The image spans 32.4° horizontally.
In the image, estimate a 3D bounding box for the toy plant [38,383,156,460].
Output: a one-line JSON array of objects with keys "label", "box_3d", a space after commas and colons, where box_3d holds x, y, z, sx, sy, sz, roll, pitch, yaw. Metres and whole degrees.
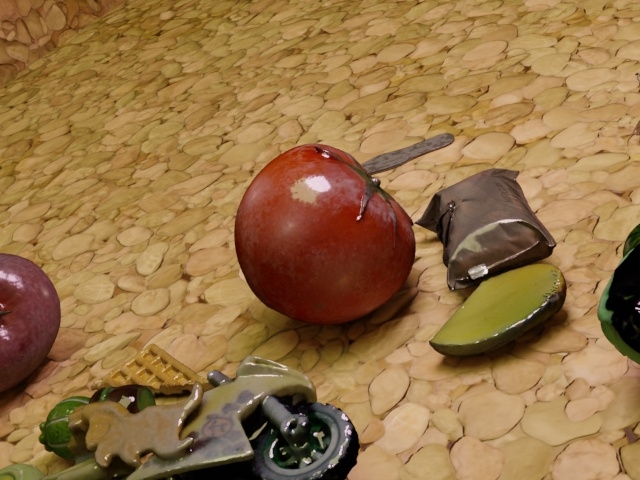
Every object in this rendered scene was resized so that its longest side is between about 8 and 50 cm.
[{"label": "toy plant", "box_3d": [-0.310, 0.253, 1.522, 0.162, 0.092, 0.093, -17, 28, 13]}]

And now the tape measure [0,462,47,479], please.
[{"label": "tape measure", "box_3d": [-0.402, 0.357, 1.398, 0.154, 0.087, 0.177, -31, 29, 12]}]

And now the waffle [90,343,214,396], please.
[{"label": "waffle", "box_3d": [-0.243, 0.216, 1.599, 0.125, 0.032, 0.191, -32, 29, -22]}]

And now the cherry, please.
[{"label": "cherry", "box_3d": [-0.554, 0.137, 1.758, 0.261, 0.221, 0.307, -32, 16, -36]}]

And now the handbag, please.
[{"label": "handbag", "box_3d": [0.234, -0.017, 1.612, 0.182, 0.117, 0.270, -26, 25, 8]}]

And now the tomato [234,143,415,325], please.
[{"label": "tomato", "box_3d": [0.000, 0.000, 1.591, 0.265, 0.265, 0.265, -16, 29, 9]}]

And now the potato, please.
[{"label": "potato", "box_3d": [0.239, 0.103, 1.460, 0.198, 0.054, 0.119, -35, 31, -16]}]

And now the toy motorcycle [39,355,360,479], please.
[{"label": "toy motorcycle", "box_3d": [-0.157, 0.262, 1.322, 0.410, 0.168, 0.237, -19, 27, 4]}]

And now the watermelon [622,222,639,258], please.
[{"label": "watermelon", "box_3d": [0.453, 0.005, 1.476, 0.105, 0.062, 0.105, -19, 35, 14]}]

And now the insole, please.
[{"label": "insole", "box_3d": [0.153, -0.157, 2.014, 0.193, 0.006, 0.065, -21, 28, 0]}]

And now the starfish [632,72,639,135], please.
[{"label": "starfish", "box_3d": [0.607, -0.229, 1.783, 0.236, 0.062, 0.277, -36, 34, -25]}]

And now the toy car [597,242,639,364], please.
[{"label": "toy car", "box_3d": [0.499, 0.081, 1.211, 0.359, 0.176, 0.213, -4, 32, 36]}]
